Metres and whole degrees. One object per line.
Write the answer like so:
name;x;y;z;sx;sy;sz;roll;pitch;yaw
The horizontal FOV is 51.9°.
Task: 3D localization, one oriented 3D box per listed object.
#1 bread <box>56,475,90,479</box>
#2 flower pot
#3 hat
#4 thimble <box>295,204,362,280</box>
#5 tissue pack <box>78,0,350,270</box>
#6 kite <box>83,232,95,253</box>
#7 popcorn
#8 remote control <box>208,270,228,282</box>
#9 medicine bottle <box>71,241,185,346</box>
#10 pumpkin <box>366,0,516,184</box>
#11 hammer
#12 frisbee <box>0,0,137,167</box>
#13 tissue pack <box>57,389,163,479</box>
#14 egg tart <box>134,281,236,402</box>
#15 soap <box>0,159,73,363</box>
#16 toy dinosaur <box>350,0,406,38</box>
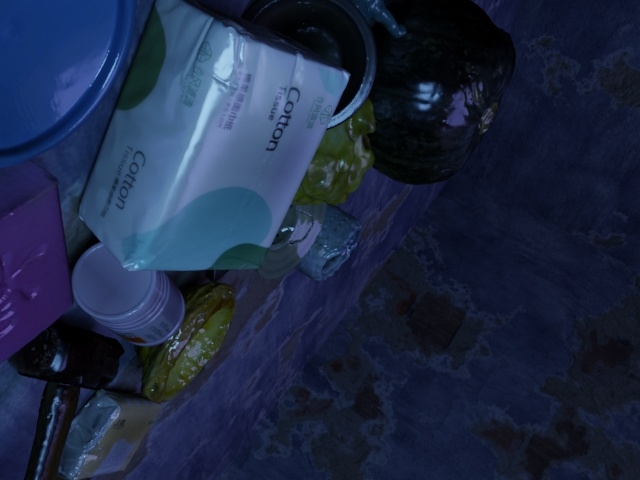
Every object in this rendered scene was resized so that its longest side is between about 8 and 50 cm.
bread;-0.524;0.553;1.317;0.149;0.158;0.143;-56;160;-2
flower pot;-0.021;-0.305;1.118;0.235;0.235;0.148;-62;-177;15
hat;-0.103;-0.042;1.516;0.252;0.110;0.252;-41;149;-32
thimble;0.000;0.000;1.800;0.204;0.172;0.250;-60;166;16
tissue pack;-0.154;-0.137;0.950;0.266;0.194;0.356;1;121;-53
kite;-0.312;-0.049;1.042;0.229;0.016;0.127;-60;161;8
popcorn;-0.011;-0.180;1.304;0.242;0.234;0.250;-16;166;-19
remote control;-0.188;0.022;1.541;0.212;0.028;0.059;-44;156;-41
medicine bottle;-0.303;0.091;1.072;0.133;0.133;0.249;-53;172;-16
pumpkin;0.247;-0.352;1.544;0.454;0.344;0.454;-56;163;-27
hammer;-0.414;0.330;1.008;0.242;0.096;0.408;79;16;-71
frisbee;-0.307;-0.206;0.680;0.289;0.049;0.289;-52;168;-17
tissue pack;-0.445;0.405;1.382;0.186;0.090;0.222;-58;165;-8
egg tart;-0.295;0.200;1.387;0.294;0.123;0.294;-54;168;-17
soap;-0.404;0.041;0.810;0.181;0.081;0.259;-44;160;-40
toy dinosaur;0.024;-0.423;1.230;0.383;0.129;0.331;-59;154;11
